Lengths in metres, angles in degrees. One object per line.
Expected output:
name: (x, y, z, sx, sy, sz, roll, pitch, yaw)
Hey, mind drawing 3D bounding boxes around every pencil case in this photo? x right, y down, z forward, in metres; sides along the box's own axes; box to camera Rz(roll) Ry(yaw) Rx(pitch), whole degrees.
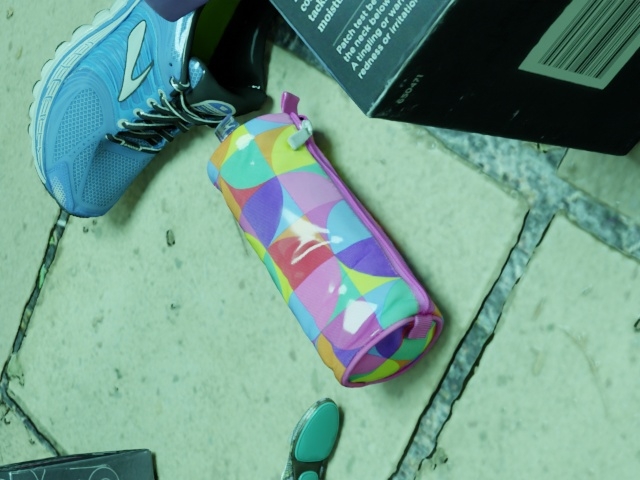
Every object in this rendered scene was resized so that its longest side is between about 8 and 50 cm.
pencil case: (0.000, 0.000, 0.912, 0.104, 0.104, 0.236, -47, 63, 29)

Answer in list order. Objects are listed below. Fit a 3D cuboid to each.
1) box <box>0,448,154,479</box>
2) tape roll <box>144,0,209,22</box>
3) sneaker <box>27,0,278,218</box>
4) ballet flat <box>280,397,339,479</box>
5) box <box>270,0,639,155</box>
box: (-0.241, 0.323, 1.059, 0.142, 0.163, 0.247, -14, 80, 40)
tape roll: (-0.123, -0.260, 0.849, 0.080, 0.189, 0.189, -30, 69, 10)
sneaker: (-0.136, -0.139, 1.006, 0.330, 0.130, 0.147, -53, 56, 25)
ballet flat: (-0.015, 0.179, 0.959, 0.041, 0.041, 0.114, 18, 100, 38)
box: (0.083, -0.217, 0.719, 0.183, 0.296, 0.294, -52, 58, 27)
